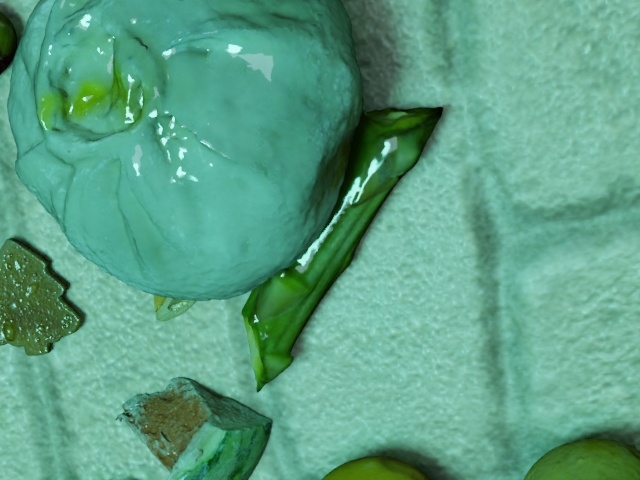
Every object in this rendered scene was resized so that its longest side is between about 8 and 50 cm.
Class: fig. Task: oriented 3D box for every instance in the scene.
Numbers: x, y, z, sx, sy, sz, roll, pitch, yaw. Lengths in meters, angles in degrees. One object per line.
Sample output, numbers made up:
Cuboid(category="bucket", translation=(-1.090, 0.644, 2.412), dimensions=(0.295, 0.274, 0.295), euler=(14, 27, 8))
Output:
Cuboid(category="fig", translation=(-0.357, -0.208, 1.159), dimensions=(0.098, 0.082, 0.084), euler=(51, 143, 18))

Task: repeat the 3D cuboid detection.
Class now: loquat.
Cuboid(category="loquat", translation=(0.250, 0.273, 1.050), dimensions=(0.204, 0.149, 0.172), euler=(-24, 94, 30))

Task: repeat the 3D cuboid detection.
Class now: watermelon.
Cuboid(category="watermelon", translation=(-0.120, 0.202, 1.183), dimensions=(0.158, 0.121, 0.098), euler=(31, 90, 52))

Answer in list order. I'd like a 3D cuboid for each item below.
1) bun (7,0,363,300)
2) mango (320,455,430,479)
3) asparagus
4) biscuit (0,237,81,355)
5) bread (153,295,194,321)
Cuboid(category="bun", translation=(-0.132, -0.123, 1.021), dimensions=(0.362, 0.211, 0.362), euler=(-1, 89, 21))
Cuboid(category="mango", translation=(0.043, 0.315, 1.122), dimensions=(0.151, 0.120, 0.221), euler=(25, 111, 12))
Cuboid(category="asparagus", translation=(0.000, 0.001, 1.104), dimensions=(0.085, 0.082, 0.343), euler=(25, 108, -29))
Cuboid(category="biscuit", translation=(-0.313, 0.060, 1.216), dimensions=(0.119, 0.019, 0.130), euler=(-8, 97, 15))
Cuboid(category="bread", translation=(-0.142, 0.033, 1.153), dimensions=(0.062, 0.049, 0.103), euler=(2, 101, 41))
